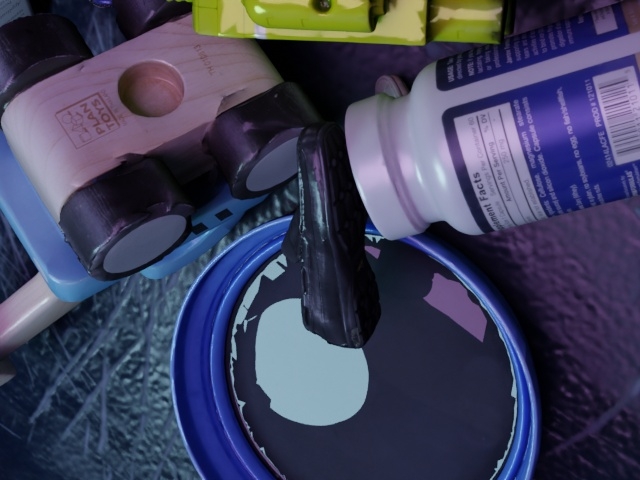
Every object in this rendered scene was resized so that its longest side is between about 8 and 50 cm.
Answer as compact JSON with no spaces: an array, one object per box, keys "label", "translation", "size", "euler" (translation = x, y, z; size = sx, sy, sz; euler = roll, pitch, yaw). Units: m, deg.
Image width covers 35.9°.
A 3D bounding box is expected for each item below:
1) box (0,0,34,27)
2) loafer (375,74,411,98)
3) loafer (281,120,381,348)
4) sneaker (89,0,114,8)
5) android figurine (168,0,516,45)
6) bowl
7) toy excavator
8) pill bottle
[{"label":"box","translation":[-0.428,-0.249,1.036],"size":[0.182,0.181,0.119],"euler":[43,161,10]},{"label":"loafer","translation":[0.088,-0.099,0.935],"size":[0.045,0.039,0.125],"euler":[-16,93,60]},{"label":"loafer","translation":[0.000,0.000,0.863],"size":[0.078,0.076,0.223],"euler":[7,126,24]},{"label":"sneaker","translation":[-0.138,-0.287,0.938],"size":[0.221,0.087,0.083],"euler":[-36,118,16]},{"label":"android figurine","translation":[0.013,-0.189,0.776],"size":[0.273,0.248,0.056],"euler":[8,108,15]},{"label":"bowl","translation":[0.032,0.155,0.997],"size":[0.391,0.077,0.391],"euler":[6,105,23]},{"label":"toy excavator","translation":[-0.230,-0.013,0.995],"size":[0.222,0.433,0.445],"euler":[54,161,15]},{"label":"pill bottle","translation":[0.164,-0.091,0.813],"size":[0.265,0.153,0.153],"euler":[-14,97,18]}]
